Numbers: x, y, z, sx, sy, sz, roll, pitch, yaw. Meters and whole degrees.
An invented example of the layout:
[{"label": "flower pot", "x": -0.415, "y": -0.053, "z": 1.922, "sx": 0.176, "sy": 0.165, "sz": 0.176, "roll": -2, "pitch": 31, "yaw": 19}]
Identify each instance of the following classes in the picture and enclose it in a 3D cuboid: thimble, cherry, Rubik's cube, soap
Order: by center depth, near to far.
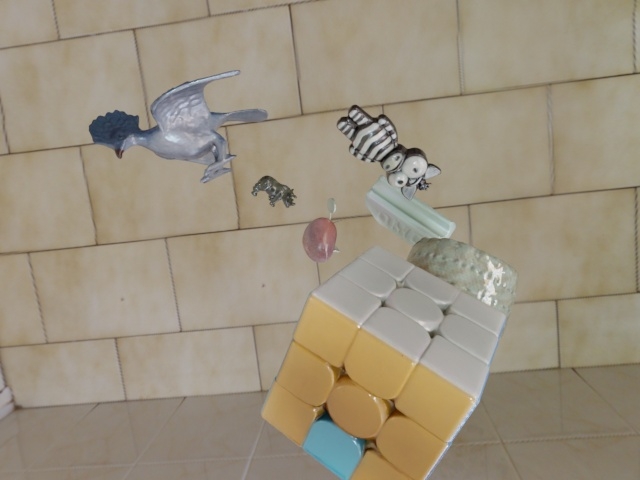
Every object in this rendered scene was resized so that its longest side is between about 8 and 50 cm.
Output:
[{"label": "Rubik's cube", "x": 0.117, "y": 0.226, "z": 0.865, "sx": 0.291, "sy": 0.290, "sz": 0.292, "roll": 30, "pitch": 118, "yaw": 17}, {"label": "thimble", "x": 0.334, "y": 0.124, "z": 1.221, "sx": 0.291, "sy": 0.291, "sz": 0.195, "roll": 24, "pitch": 82, "yaw": 1}, {"label": "cherry", "x": -0.003, "y": -0.005, "z": 1.233, "sx": 0.087, "sy": 0.126, "sz": 0.106, "roll": 16, "pitch": 113, "yaw": 1}, {"label": "soap", "x": 0.283, "y": -0.071, "z": 1.572, "sx": 0.289, "sy": 0.173, "sz": 0.095, "roll": 36, "pitch": 76, "yaw": 11}]

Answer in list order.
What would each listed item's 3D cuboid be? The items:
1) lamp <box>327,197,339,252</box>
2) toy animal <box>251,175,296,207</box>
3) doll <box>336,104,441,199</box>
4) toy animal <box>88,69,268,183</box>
[{"label": "lamp", "x": 0.044, "y": -0.050, "z": 1.627, "sx": 0.056, "sy": 0.050, "sz": 0.198, "roll": -8, "pitch": 120, "yaw": -23}, {"label": "toy animal", "x": -0.109, "y": -0.119, "z": 1.231, "sx": 0.065, "sy": 0.047, "sz": 0.135, "roll": -43, "pitch": 132, "yaw": 20}, {"label": "doll", "x": 0.124, "y": -0.155, "z": 0.870, "sx": 0.219, "sy": 0.067, "sz": 0.091, "roll": 36, "pitch": 121, "yaw": -21}, {"label": "toy animal", "x": -0.207, "y": -0.176, "z": 0.756, "sx": 0.255, "sy": 0.239, "sz": 0.176, "roll": -38, "pitch": 89, "yaw": -29}]
